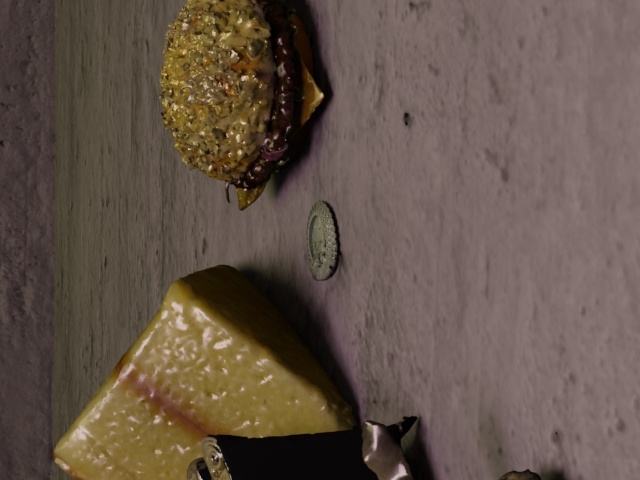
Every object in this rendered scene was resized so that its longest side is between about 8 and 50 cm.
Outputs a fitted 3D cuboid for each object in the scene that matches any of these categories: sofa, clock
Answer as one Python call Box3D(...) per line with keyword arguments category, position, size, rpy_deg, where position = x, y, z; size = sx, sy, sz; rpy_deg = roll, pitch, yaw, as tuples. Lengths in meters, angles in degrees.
Box3D(category="sofa", position=(-0.004, 0.285, 0.835), size=(0.182, 0.200, 0.258), rpy_deg=(-58, 41, 47))
Box3D(category="clock", position=(0.000, 0.000, 1.049), size=(0.074, 0.010, 0.083), rpy_deg=(145, 122, -62))

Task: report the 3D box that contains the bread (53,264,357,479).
Box3D(category="bread", position=(-0.105, 0.168, 1.148), size=(0.233, 0.245, 0.361), rpy_deg=(-54, -1, 8))

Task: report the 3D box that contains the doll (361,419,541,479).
Box3D(category="doll", position=(0.041, 0.247, 0.658), size=(0.203, 0.286, 0.091), rpy_deg=(39, 162, 44))

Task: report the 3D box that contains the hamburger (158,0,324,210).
Box3D(category="hamburger", position=(-0.102, -0.168, 1.118), size=(0.261, 0.139, 0.243), rpy_deg=(119, 142, -46))
